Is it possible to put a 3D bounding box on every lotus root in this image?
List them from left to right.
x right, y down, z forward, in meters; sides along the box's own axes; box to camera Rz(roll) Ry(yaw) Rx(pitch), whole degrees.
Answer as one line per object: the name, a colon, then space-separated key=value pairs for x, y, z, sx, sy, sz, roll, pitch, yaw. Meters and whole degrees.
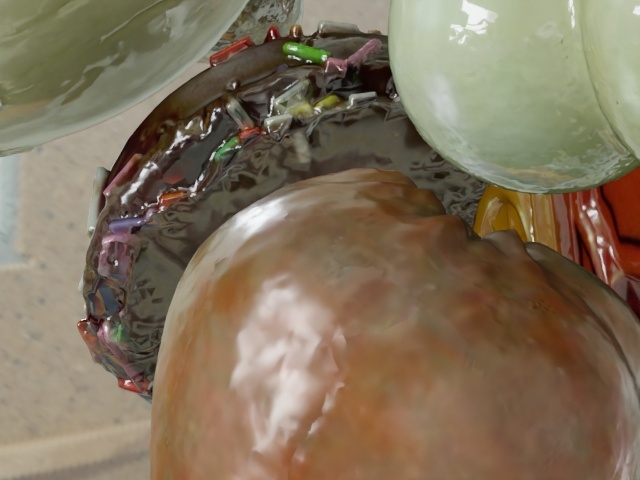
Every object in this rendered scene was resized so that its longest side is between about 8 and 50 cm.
lotus root: x=-0.070 y=-0.192 z=1.309 sx=0.123 sy=0.241 sz=0.124 roll=-13 pitch=-88 yaw=2

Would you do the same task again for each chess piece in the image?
chess piece: x=0.134 y=-0.070 z=0.521 sx=0.144 sy=0.251 sz=0.144 roll=3 pitch=-94 yaw=-54

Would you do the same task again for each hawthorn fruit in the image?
hawthorn fruit: x=0.025 y=0.072 z=0.512 sx=0.149 sy=0.149 sz=0.189 roll=0 pitch=-94 yaw=-38

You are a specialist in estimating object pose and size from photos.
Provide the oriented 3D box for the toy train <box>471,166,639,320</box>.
toy train: x=0.161 y=-0.083 z=0.755 sx=0.163 sy=0.231 sz=0.369 roll=-8 pitch=-84 yaw=-13

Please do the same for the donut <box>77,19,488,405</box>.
donut: x=0.000 y=0.000 z=0.937 sx=0.269 sy=0.103 sz=0.270 roll=-9 pitch=-48 yaw=-11

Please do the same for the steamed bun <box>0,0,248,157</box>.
steamed bun: x=-0.162 y=-0.181 z=1.005 sx=0.312 sy=0.334 sz=0.233 roll=-27 pitch=-48 yaw=-7
